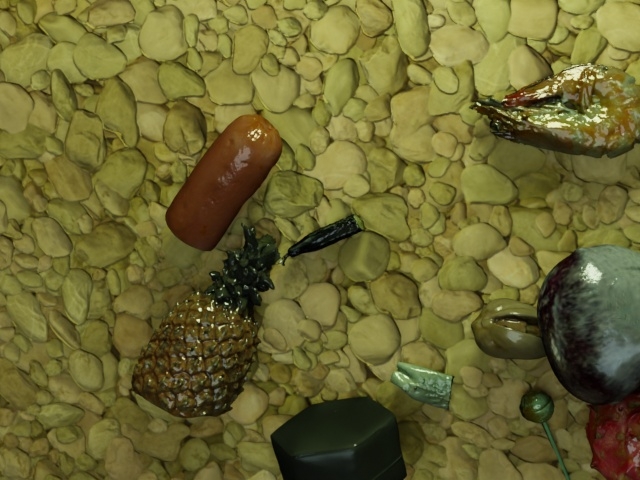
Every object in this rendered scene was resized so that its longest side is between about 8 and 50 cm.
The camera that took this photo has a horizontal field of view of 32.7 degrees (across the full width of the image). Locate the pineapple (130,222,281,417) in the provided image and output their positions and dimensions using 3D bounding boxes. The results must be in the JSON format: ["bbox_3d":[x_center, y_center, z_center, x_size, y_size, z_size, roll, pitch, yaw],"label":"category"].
[{"bbox_3d":[-0.186,0.141,1.951,0.202,0.202,0.362,25,97,2],"label":"pineapple"}]

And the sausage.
[{"bbox_3d":[-0.166,-0.106,1.902,0.113,0.113,0.259,37,111,-2],"label":"sausage"}]

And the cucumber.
[{"bbox_3d":[0.000,0.000,1.942,0.163,0.043,0.039,-23,144,19],"label":"cucumber"}]

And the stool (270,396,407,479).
[{"bbox_3d":[0.033,0.386,1.962,0.232,0.232,0.141,-9,107,13],"label":"stool"}]

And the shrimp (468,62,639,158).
[{"bbox_3d":[0.392,-0.216,1.791,0.294,0.062,0.154,4,95,7],"label":"shrimp"}]

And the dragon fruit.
[{"bbox_3d":[0.548,0.337,1.860,0.268,0.205,0.210,53,132,29],"label":"dragon fruit"}]

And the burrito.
[{"bbox_3d":[0.185,0.264,1.985,0.118,0.044,0.074,15,113,2],"label":"burrito"}]

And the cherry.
[{"bbox_3d":[0.488,0.145,1.790,0.255,0.218,0.296,-27,87,-2],"label":"cherry"}]

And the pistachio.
[{"bbox_3d":[0.338,0.159,1.893,0.149,0.113,0.113,19,110,-3],"label":"pistachio"}]

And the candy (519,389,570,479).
[{"bbox_3d":[0.415,0.358,1.972,0.061,0.061,0.202,-19,111,16],"label":"candy"}]
